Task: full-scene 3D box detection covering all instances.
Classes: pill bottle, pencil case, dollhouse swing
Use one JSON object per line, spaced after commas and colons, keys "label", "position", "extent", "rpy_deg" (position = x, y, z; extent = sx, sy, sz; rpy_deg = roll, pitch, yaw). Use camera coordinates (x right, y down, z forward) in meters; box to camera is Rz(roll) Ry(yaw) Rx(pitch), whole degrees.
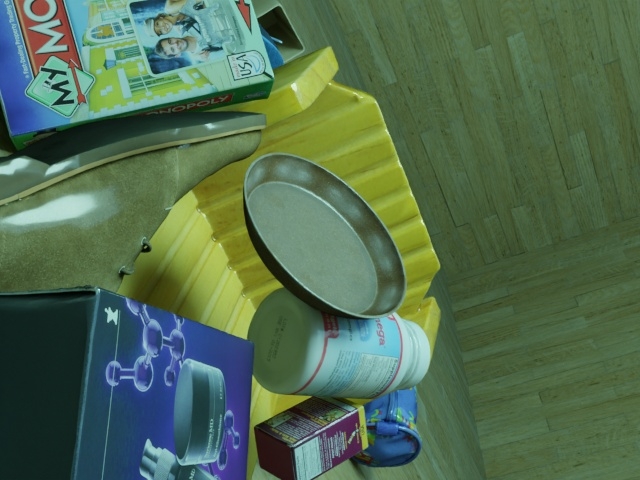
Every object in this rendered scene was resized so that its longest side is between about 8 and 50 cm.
{"label": "pill bottle", "position": [0.021, 0.093, 0.651], "extent": [0.160, 0.087, 0.087], "rpy_deg": [14, 54, -43]}
{"label": "pencil case", "position": [0.105, 0.213, 1.235], "extent": [0.133, 0.119, 0.306], "rpy_deg": [90, 4, -45]}
{"label": "dollhouse swing", "position": [-0.035, 0.053, 0.697], "extent": [0.305, 0.315, 0.347], "rpy_deg": [-104, 170, -68]}

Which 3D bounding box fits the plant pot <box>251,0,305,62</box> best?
{"label": "plant pot", "position": [-0.108, -0.375, 1.327], "extent": [0.109, 0.109, 0.096], "rpy_deg": [55, 9, -48]}

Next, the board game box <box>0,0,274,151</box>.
{"label": "board game box", "position": [-0.185, -0.249, 0.626], "extent": [0.046, 0.213, 0.318], "rpy_deg": [137, -64, -74]}

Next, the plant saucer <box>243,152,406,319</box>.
{"label": "plant saucer", "position": [0.000, 0.000, 0.617], "extent": [0.168, 0.029, 0.168], "rpy_deg": [31, 33, -23]}

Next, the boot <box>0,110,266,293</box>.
{"label": "boot", "position": [-0.151, -0.022, 0.518], "extent": [0.305, 0.112, 0.115], "rpy_deg": [-29, 114, -43]}

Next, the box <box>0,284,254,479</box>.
{"label": "box", "position": [-0.122, 0.172, 0.403], "extent": [0.184, 0.103, 0.261], "rpy_deg": [35, 54, -63]}

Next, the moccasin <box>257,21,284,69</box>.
{"label": "moccasin", "position": [-0.133, -0.279, 0.983], "extent": [0.117, 0.137, 0.342], "rpy_deg": [57, -2, 22]}

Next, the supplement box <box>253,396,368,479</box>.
{"label": "supplement box", "position": [-0.007, 0.170, 0.645], "extent": [0.083, 0.055, 0.043], "rpy_deg": [-18, 110, -37]}
